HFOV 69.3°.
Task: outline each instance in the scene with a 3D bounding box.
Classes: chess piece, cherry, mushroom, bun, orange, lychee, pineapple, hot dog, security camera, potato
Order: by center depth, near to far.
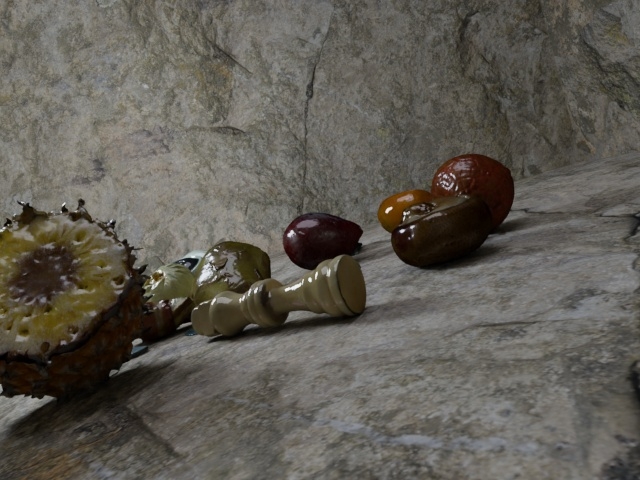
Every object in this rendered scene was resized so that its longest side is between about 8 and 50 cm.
[{"bbox_3d":[-0.486,0.122,0.867,0.352,0.352,0.300,-18,-20,-23],"label":"pineapple"},{"bbox_3d":[-0.108,0.129,0.934,0.397,0.117,0.117,-17,3,27],"label":"chess piece"},{"bbox_3d":[0.286,-0.027,1.107,0.253,0.153,0.253,-22,11,4],"label":"mushroom"},{"bbox_3d":[-0.432,0.213,1.220,0.213,0.103,0.146,-8,-20,-15],"label":"hot dog"},{"bbox_3d":[0.430,-0.125,1.337,0.300,0.255,0.255,-48,17,-22],"label":"lychee"},{"bbox_3d":[-0.277,0.104,1.394,0.246,0.196,0.299,-18,5,4],"label":"potato"},{"bbox_3d":[-0.502,0.156,1.474,0.222,0.127,0.222,-10,48,12],"label":"bun"},{"bbox_3d":[0.000,0.000,1.596,0.300,0.203,0.230,-7,-1,13],"label":"cherry"},{"bbox_3d":[-0.466,0.145,1.689,0.195,0.194,0.236,-16,9,15],"label":"security camera"},{"bbox_3d":[0.348,-0.106,1.840,0.240,0.171,0.240,-14,-3,-1],"label":"orange"}]

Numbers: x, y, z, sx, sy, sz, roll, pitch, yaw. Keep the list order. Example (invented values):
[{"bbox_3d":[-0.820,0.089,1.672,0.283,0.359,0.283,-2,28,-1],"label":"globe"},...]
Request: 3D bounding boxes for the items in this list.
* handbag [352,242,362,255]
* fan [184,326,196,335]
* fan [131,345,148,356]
[{"bbox_3d":[0.035,0.035,1.874,0.260,0.079,0.247,-17,3,11],"label":"handbag"},{"bbox_3d":[-0.298,0.218,1.202,0.113,0.005,0.175,-19,6,-19],"label":"fan"},{"bbox_3d":[-0.522,0.281,1.164,0.282,0.023,0.057,-12,8,40],"label":"fan"}]
